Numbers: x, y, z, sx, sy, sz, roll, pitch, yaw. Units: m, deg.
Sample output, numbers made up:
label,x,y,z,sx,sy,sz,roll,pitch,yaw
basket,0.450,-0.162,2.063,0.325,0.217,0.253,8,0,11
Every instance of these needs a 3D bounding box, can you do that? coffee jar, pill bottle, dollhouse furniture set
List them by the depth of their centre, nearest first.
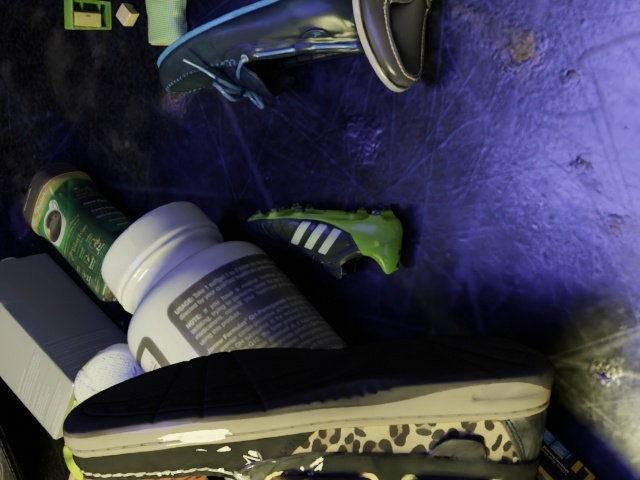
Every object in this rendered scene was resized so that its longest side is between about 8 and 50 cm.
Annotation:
label,x,y,z,sx,sy,sz,roll,pitch,yaw
pill bottle,-0.083,0.113,0.870,0.318,0.176,0.176,48,122,19
dollhouse furniture set,-0.222,-0.264,0.975,0.152,0.059,0.076,11,106,34
coffee jar,-0.290,-0.015,1.059,0.184,0.079,0.096,41,122,22

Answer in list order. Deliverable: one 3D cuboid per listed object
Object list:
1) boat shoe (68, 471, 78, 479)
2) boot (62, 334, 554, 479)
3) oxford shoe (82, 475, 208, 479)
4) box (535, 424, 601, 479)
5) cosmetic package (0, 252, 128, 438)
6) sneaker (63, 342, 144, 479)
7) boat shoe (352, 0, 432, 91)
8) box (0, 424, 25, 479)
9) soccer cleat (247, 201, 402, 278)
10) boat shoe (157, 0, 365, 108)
label,x,y,z,sx,sy,sz,roll,pitch,yaw
boat shoe,-0.312,0.448,1.141,0.122,0.110,0.340,10,105,35
boot,0.002,0.231,0.682,0.378,0.138,0.284,-6,103,-6
oxford shoe,-0.209,0.294,0.956,0.146,0.141,0.396,55,151,38
box,0.131,0.306,0.813,0.257,0.079,0.322,48,122,22
cosmetic package,-0.351,0.128,1.102,0.238,0.127,0.107,38,119,27
sneaker,-0.227,0.186,1.011,0.091,0.126,0.240,44,129,13
boat shoe,0.072,-0.238,0.755,0.065,0.075,0.206,-5,91,40
box,-0.486,0.247,1.173,0.295,0.073,0.293,60,156,13
soccer cleat,0.000,0.000,0.863,0.179,0.060,0.072,4,103,33
boat shoe,-0.062,-0.182,0.846,0.258,0.109,0.089,-14,94,39
